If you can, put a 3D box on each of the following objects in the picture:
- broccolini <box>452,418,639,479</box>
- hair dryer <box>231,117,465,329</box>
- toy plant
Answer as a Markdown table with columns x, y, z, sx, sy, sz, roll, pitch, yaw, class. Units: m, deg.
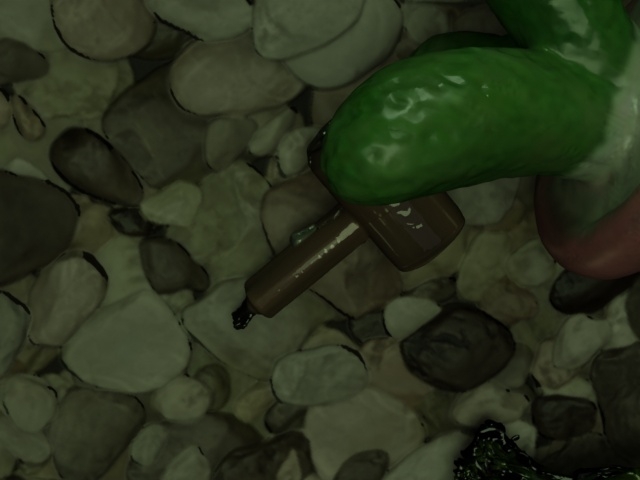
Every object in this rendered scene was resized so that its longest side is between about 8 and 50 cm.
| x | y | z | sx | sy | sz | roll | pitch | yaw | class |
| --- | --- | --- | --- | --- | --- | --- | --- | --- | --- |
| 0.212 | 0.147 | 0.907 | 0.271 | 0.062 | 0.123 | -37 | 91 | -6 | broccolini |
| 0.000 | 0.000 | 0.848 | 0.181 | 0.064 | 0.117 | -40 | 103 | 12 | hair dryer |
| 0.195 | -0.108 | 0.767 | 0.356 | 0.210 | 0.317 | 23 | 78 | -9 | toy plant |
